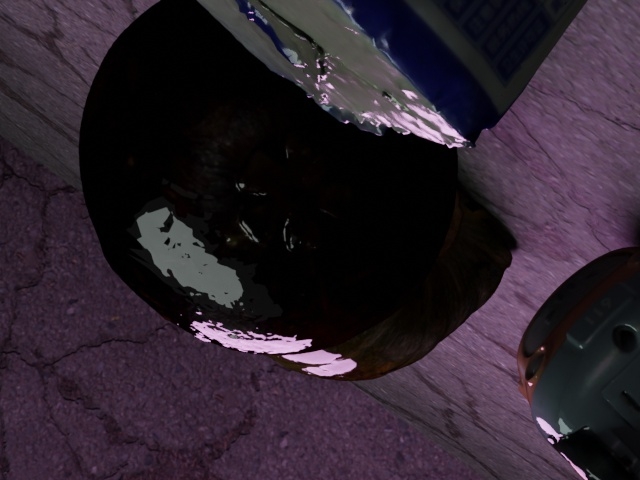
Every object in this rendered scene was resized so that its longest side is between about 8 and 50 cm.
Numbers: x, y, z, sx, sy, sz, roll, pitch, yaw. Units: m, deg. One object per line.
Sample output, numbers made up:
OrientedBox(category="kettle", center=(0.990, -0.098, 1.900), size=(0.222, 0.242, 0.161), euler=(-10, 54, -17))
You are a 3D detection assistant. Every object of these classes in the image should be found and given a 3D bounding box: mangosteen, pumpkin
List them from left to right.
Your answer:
OrientedBox(category="mangosteen", center=(-0.047, -0.061, 1.463), size=(0.297, 0.297, 0.293), euler=(43, 168, -31))
OrientedBox(category="pumpkin", center=(0.000, 0.000, 1.741), size=(0.242, 0.232, 0.325), euler=(28, 163, 51))

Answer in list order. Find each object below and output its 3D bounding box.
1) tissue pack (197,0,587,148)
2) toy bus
OrientedBox(category="tissue pack", center=(0.039, -0.195, 0.649), size=(0.209, 0.269, 0.137), euler=(41, 168, -22))
OrientedBox(category="toy bus", center=(0.278, 0.123, 1.501), size=(0.288, 0.194, 0.232), euler=(45, -177, -24))
